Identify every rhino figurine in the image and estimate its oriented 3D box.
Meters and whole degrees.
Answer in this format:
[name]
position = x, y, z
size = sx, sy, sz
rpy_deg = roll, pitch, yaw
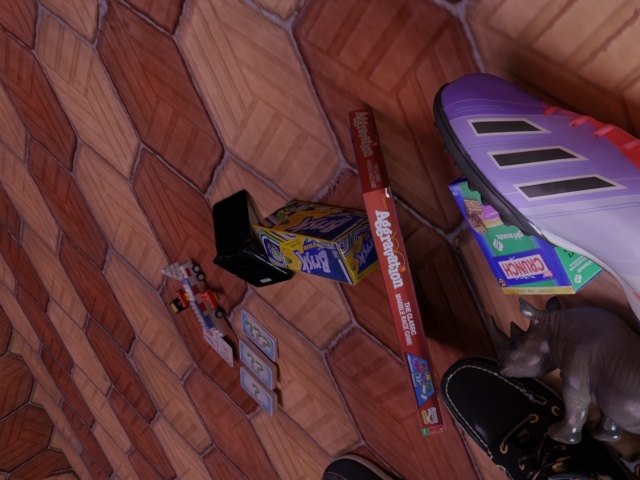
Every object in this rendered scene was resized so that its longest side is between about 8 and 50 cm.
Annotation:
[rhino figurine]
position = 0.223, 0.110, 0.854
size = 0.243, 0.073, 0.106
rpy_deg = 31, 116, 45

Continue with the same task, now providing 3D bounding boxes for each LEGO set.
[LEGO set]
position = -0.157, 0.138, 1.611
size = 0.244, 0.060, 0.182
rpy_deg = 41, 148, 30

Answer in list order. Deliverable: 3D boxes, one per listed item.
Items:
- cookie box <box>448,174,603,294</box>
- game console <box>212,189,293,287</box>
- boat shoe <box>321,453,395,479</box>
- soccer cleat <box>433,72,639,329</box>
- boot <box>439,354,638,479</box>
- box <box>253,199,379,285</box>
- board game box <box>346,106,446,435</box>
[cookie box]
position = 0.163, -0.011, 0.867
size = 0.107, 0.040, 0.092
rpy_deg = 61, 154, -11
[game console]
position = -0.087, 0.001, 1.370
size = 0.107, 0.071, 0.122
rpy_deg = 31, 162, -17
[boat shoe]
position = 0.067, 0.356, 1.435
size = 0.254, 0.079, 0.095
rpy_deg = 16, 134, 55
[soccer cleat]
position = 0.207, -0.028, 0.718
size = 0.318, 0.109, 0.116
rpy_deg = 47, 133, 24
[boot]
position = 0.187, 0.182, 0.910
size = 0.236, 0.085, 0.178
rpy_deg = 42, -173, 17
[box]
position = 0.000, 0.000, 1.153
size = 0.169, 0.059, 0.054
rpy_deg = 11, 132, 58
[board game box]
position = 0.071, 0.032, 1.013
size = 0.145, 0.027, 0.281
rpy_deg = -99, -5, -56
